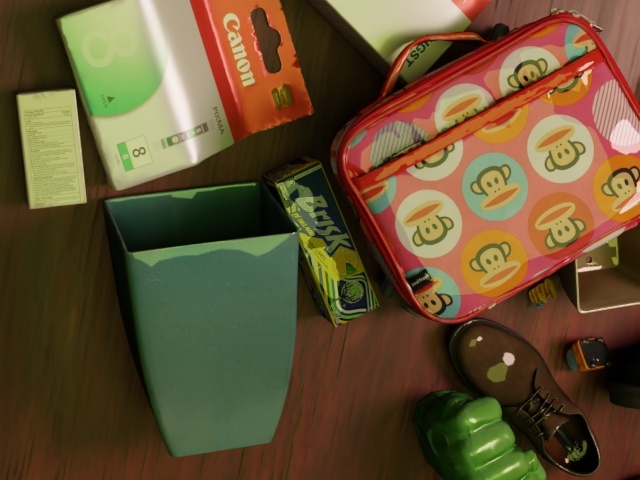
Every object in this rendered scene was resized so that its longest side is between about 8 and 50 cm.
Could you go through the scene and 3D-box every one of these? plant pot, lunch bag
[{"bbox_3d":[-0.116,0.084,1.596,0.166,0.165,0.234,-7,110,-13],"label":"plant pot"},{"bbox_3d":[0.163,-0.086,1.559,0.293,0.120,0.258,-29,95,-3],"label":"lunch bag"},{"bbox_3d":[0.304,0.008,1.719,0.109,0.096,0.109,-8,103,-12],"label":"plant pot"}]

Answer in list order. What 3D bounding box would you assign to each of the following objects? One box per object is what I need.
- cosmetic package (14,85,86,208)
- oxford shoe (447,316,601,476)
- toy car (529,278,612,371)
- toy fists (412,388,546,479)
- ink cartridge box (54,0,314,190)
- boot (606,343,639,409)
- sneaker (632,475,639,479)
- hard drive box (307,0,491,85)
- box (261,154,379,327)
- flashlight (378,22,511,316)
[{"bbox_3d":[-0.265,-0.092,1.581,0.060,0.041,0.115,-5,102,-13],"label":"cosmetic package"},{"bbox_3d":[0.229,0.168,1.733,0.227,0.096,0.083,43,90,-16],"label":"oxford shoe"},{"bbox_3d":[0.272,0.095,1.770,0.040,0.060,0.122,-29,90,37],"label":"toy car"},{"bbox_3d":[0.195,0.284,1.721,0.096,0.142,0.279,-25,106,-9],"label":"toy fists"},{"bbox_3d":[-0.130,-0.169,1.597,0.225,0.056,0.181,-19,105,-8],"label":"ink cartridge box"},{"bbox_3d":[0.464,0.038,1.743,0.348,0.131,0.260,-12,87,11],"label":"boot"},{"bbox_3d":[0.444,0.390,1.795,0.106,0.162,0.281,-36,107,-5],"label":"sneaker"},{"bbox_3d":[0.060,-0.298,1.599,0.232,0.089,0.181,42,87,-19],"label":"hard drive box"},{"bbox_3d":[0.000,0.000,1.658,0.054,0.059,0.169,-26,106,-11],"label":"box"},{"bbox_3d":[0.157,-0.070,1.671,0.103,0.103,0.304,17,102,-51],"label":"flashlight"}]
